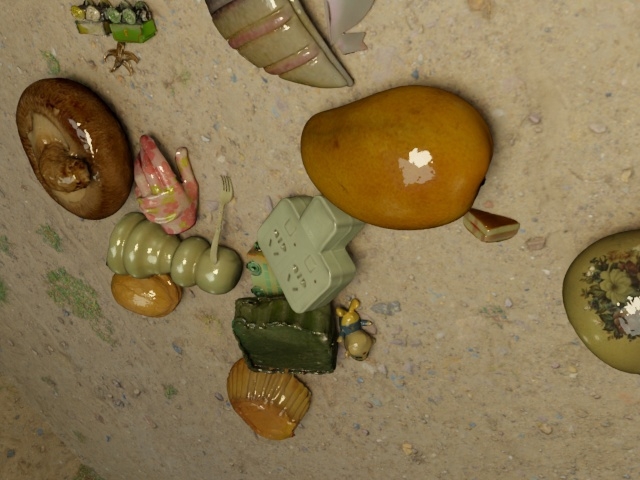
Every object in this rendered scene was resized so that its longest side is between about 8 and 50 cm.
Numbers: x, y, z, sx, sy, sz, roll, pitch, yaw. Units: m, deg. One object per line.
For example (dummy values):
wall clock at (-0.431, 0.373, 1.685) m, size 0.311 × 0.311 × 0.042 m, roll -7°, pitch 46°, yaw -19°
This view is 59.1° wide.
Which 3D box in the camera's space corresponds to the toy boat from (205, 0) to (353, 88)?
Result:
toy boat at (-0.105, -0.399, 1.027) m, size 0.276 × 0.111 × 0.293 m, roll 14°, pitch 142°, yaw 34°

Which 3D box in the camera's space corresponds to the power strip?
power strip at (0.000, 0.000, 1.244) m, size 0.261 × 0.141 × 0.229 m, roll -48°, pitch 64°, yaw 41°

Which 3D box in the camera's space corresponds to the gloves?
gloves at (-0.379, -0.135, 1.357) m, size 0.145 × 0.126 × 0.241 m, roll -6°, pitch 132°, yaw 18°

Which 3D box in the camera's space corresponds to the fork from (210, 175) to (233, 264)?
fork at (-0.239, -0.047, 1.366) m, size 0.034 × 0.028 × 0.219 m, roll 11°, pitch 99°, yaw 14°

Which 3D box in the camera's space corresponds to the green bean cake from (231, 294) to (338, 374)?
green bean cake at (-0.082, 0.232, 1.403) m, size 0.241 × 0.132 × 0.255 m, roll 1°, pitch 144°, yaw 11°

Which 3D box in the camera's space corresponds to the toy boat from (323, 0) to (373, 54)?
toy boat at (0.042, -0.470, 0.923) m, size 0.219 × 0.072 × 0.318 m, roll -9°, pitch 121°, yaw 38°

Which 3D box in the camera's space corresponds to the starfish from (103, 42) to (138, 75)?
starfish at (-0.445, -0.407, 1.264) m, size 0.091 × 0.028 × 0.078 m, roll 13°, pitch 134°, yaw 17°

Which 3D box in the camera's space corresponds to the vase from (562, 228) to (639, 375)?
vase at (0.580, 0.107, 0.891) m, size 0.241 × 0.329 × 0.302 m, roll 10°, pitch 142°, yaw -37°

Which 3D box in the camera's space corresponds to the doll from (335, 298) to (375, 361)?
doll at (0.087, 0.235, 1.409) m, size 0.089 × 0.102 × 0.179 m, roll 48°, pitch 160°, yaw 56°

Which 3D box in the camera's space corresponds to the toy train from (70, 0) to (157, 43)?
toy train at (-0.440, -0.464, 1.198) m, size 0.202 × 0.060 × 0.081 m, roll 13°, pitch 134°, yaw 23°

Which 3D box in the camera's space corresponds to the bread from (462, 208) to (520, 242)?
bread at (0.328, -0.023, 1.096) m, size 0.109 × 0.062 × 0.043 m, roll 15°, pitch 128°, yaw 15°

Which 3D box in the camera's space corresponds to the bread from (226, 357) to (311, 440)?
bread at (-0.163, 0.465, 1.673) m, size 0.274 × 0.149 × 0.274 m, roll 10°, pitch 127°, yaw 14°

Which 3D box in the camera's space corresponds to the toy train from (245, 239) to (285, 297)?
toy train at (-0.126, 0.085, 1.419) m, size 0.099 × 0.072 × 0.188 m, roll 11°, pitch 128°, yaw 23°

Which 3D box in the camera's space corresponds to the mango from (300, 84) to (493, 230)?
mango at (0.124, -0.145, 1.020) m, size 0.378 × 0.221 × 0.263 m, roll 11°, pitch 133°, yaw 35°

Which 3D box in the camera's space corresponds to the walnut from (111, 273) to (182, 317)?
walnut at (-0.492, 0.138, 1.605) m, size 0.207 × 0.159 × 0.159 m, roll 23°, pitch 131°, yaw 13°

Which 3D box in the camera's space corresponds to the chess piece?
chess piece at (-0.363, 0.050, 1.471) m, size 0.330 × 0.182 × 0.182 m, roll 16°, pitch 130°, yaw 11°

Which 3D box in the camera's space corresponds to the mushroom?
mushroom at (-0.591, -0.212, 1.368) m, size 0.345 × 0.239 × 0.345 m, roll 2°, pitch 93°, yaw 43°
